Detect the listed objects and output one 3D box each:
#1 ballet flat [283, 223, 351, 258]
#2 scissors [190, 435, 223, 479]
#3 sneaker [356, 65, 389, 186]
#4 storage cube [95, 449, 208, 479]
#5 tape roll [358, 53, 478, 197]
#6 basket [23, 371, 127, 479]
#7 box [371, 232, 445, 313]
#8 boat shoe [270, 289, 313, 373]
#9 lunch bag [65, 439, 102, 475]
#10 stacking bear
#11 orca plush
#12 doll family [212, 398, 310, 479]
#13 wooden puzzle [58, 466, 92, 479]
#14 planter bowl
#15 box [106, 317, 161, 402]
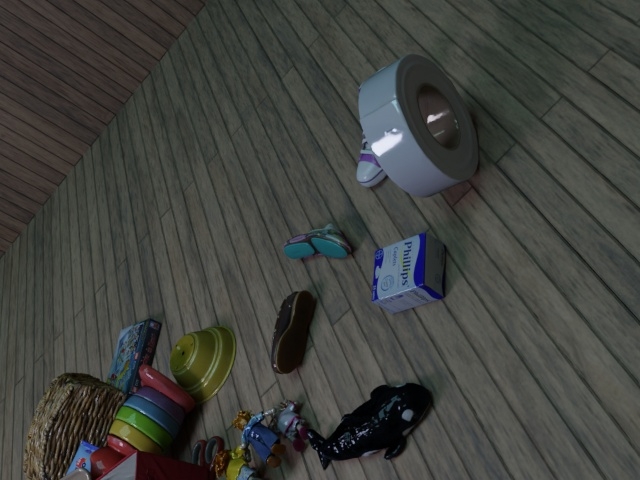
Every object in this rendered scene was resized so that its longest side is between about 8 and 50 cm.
[{"bbox_3d":[0.000,0.000,1.885,0.221,0.077,0.079,-7,39,49],"label":"ballet flat"},{"bbox_3d":[-0.261,0.582,1.791,0.109,0.021,0.297,-33,43,29],"label":"scissors"},{"bbox_3d":[0.124,-0.278,1.864,0.102,0.161,0.282,11,74,52],"label":"sneaker"},{"bbox_3d":[-0.375,0.600,1.741,0.215,0.193,0.184,-39,41,31],"label":"storage cube"},{"bbox_3d":[0.205,-0.235,1.621,0.100,0.286,0.286,-24,47,37],"label":"tape roll"},{"bbox_3d":[-0.708,0.518,2.168,0.223,0.213,0.299,9,81,48],"label":"basket"},{"bbox_3d":[0.179,0.067,1.604,0.137,0.072,0.126,-23,48,39],"label":"box"},{"bbox_3d":[-0.073,0.212,1.804,0.073,0.073,0.207,-17,44,45],"label":"boat shoe"},{"bbox_3d":[-0.521,0.656,1.970,0.293,0.138,0.221,5,65,42],"label":"lunch bag"},{"bbox_3d":[-0.450,0.476,1.916,0.289,0.164,0.175,-56,-6,-27],"label":"stacking bear"},{"bbox_3d":[0.069,0.339,1.500,0.287,0.102,0.151,-24,47,39],"label":"orca plush"},{"bbox_3d":[-0.144,0.440,1.666,0.163,0.118,0.263,26,85,55],"label":"doll family"},{"bbox_3d":[-0.556,0.666,1.850,0.221,0.044,0.239,-37,67,46],"label":"wooden puzzle"},{"bbox_3d":[-0.321,0.302,2.017,0.217,0.090,0.217,-31,42,33],"label":"planter bowl"},{"bbox_3d":[-0.550,0.355,2.293,0.159,0.044,0.233,-22,48,41],"label":"box"}]
